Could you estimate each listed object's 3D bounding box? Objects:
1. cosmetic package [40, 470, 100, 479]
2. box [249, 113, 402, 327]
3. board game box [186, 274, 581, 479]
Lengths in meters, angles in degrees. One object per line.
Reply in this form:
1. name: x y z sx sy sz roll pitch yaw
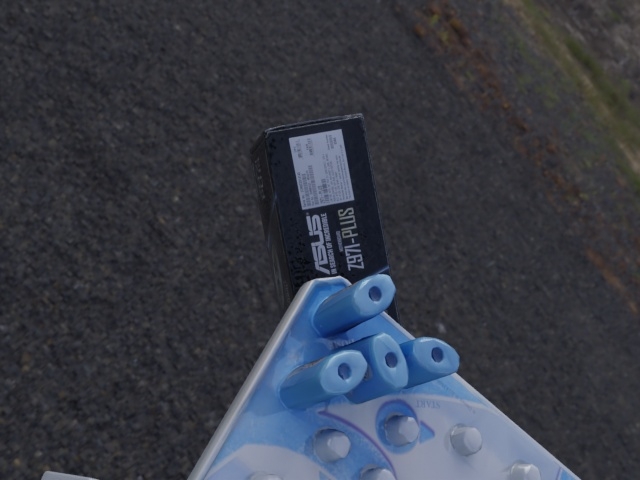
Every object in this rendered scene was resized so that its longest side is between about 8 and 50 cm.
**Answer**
1. cosmetic package: -0.209 0.336 1.064 0.231 0.117 0.086 29 66 -34
2. box: 0.000 0.000 0.739 0.147 0.077 0.180 -176 -104 -82
3. board game box: 0.069 0.267 0.391 0.390 0.050 0.390 41 55 -15
